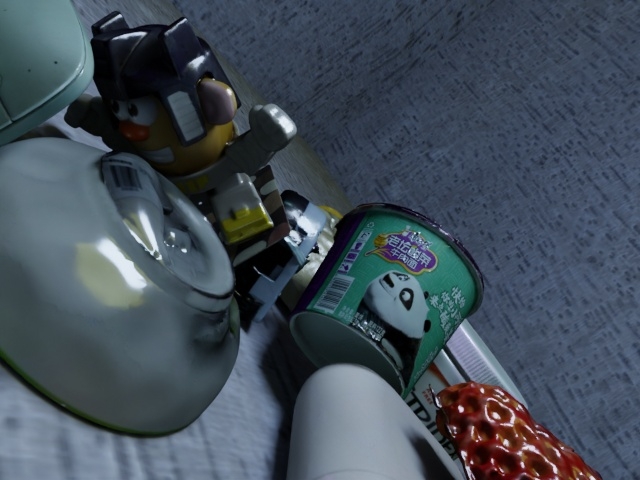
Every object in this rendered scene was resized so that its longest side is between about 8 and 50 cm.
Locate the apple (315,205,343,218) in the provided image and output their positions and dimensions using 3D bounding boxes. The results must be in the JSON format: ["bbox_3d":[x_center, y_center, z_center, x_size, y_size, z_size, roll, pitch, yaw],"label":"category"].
[{"bbox_3d":[0.004,-0.005,1.342,0.163,0.146,0.147,42,10,-35],"label":"apple"}]

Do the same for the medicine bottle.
[{"bbox_3d":[0.195,0.259,0.996,0.252,0.241,0.252,49,10,-11],"label":"medicine bottle"}]

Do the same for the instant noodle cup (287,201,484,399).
[{"bbox_3d":[0.083,0.100,0.806,0.251,0.190,0.251,27,-33,19],"label":"instant noodle cup"}]

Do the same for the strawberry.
[{"bbox_3d":[0.240,0.288,0.565,0.280,0.150,0.253,-106,170,-54],"label":"strawberry"}]

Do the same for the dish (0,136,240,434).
[{"bbox_3d":[-0.174,0.012,0.541,0.324,0.124,0.324,50,11,-13],"label":"dish"}]

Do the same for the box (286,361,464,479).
[{"bbox_3d":[0.079,0.304,0.609,0.289,0.141,0.349,52,10,-12],"label":"box"}]

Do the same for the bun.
[{"bbox_3d":[-0.005,0.045,1.079,0.273,0.168,0.273,52,17,-22],"label":"bun"}]

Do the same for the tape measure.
[{"bbox_3d":[-0.068,0.015,0.845,0.107,0.181,0.182,37,14,-7],"label":"tape measure"}]

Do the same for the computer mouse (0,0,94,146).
[{"bbox_3d":[-0.308,-0.190,0.521,0.288,0.159,0.097,55,-7,47],"label":"computer mouse"}]

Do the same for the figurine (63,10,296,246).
[{"bbox_3d":[-0.170,-0.132,0.667,0.308,0.308,0.143,46,31,-32],"label":"figurine"}]

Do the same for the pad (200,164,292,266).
[{"bbox_3d":[-0.125,-0.029,0.802,0.003,0.158,0.235,57,7,-31],"label":"pad"}]
